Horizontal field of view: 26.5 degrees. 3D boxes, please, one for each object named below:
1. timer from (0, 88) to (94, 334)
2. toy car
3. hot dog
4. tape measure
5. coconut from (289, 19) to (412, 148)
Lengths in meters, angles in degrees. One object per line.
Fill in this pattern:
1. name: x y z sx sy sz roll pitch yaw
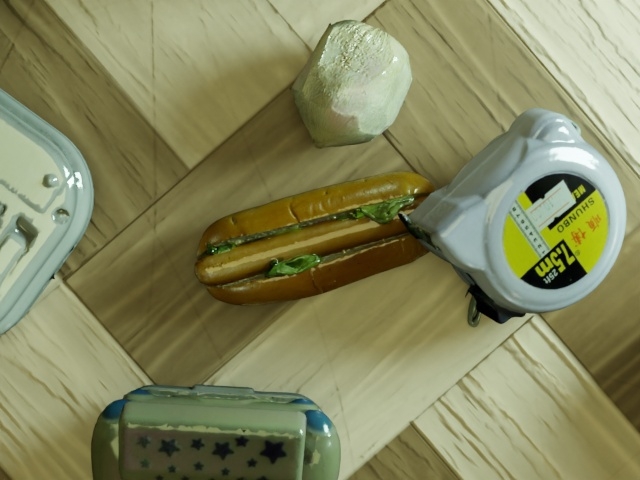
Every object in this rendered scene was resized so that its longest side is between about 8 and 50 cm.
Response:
1. timer: -0.362 -0.040 1.294 0.262 0.087 0.237 36 90 -1
2. toy car: -0.099 0.307 1.234 0.242 0.226 0.336 4 89 -2
3. hot dog: 0.000 0.000 1.314 0.250 0.068 0.100 -16 90 -2
4. tape measure: 0.194 -0.016 1.295 0.196 0.105 0.178 -39 113 -10
5. coconut: 0.024 -0.144 1.297 0.110 0.110 0.124 29 83 -2
